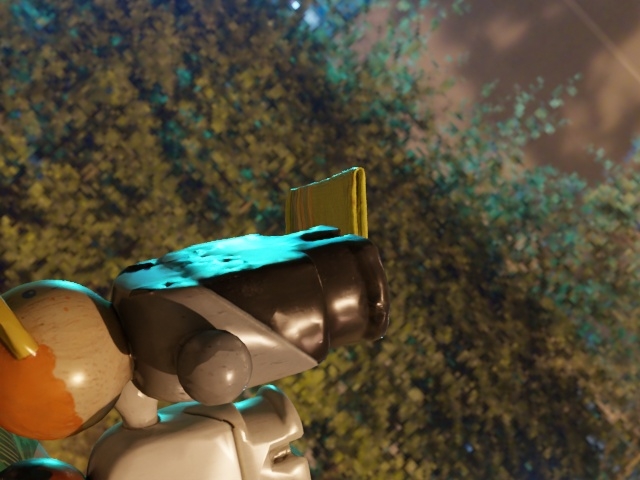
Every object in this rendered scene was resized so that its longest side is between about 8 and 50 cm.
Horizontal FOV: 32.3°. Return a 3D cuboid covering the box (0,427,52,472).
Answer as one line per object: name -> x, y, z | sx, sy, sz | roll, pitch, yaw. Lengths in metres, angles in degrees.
box -> -0.232, 0.232, 0.729 | 0.322, 0.059, 0.232 | -109, 178, -47

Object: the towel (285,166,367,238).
towel -> 0.000, 0.000, 0.910 | 0.237, 0.021, 0.102 | 171, -84, -77

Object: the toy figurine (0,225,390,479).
toy figurine -> -0.039, 0.118, 0.367 | 0.209, 0.148, 0.213 | 64, -25, 24
